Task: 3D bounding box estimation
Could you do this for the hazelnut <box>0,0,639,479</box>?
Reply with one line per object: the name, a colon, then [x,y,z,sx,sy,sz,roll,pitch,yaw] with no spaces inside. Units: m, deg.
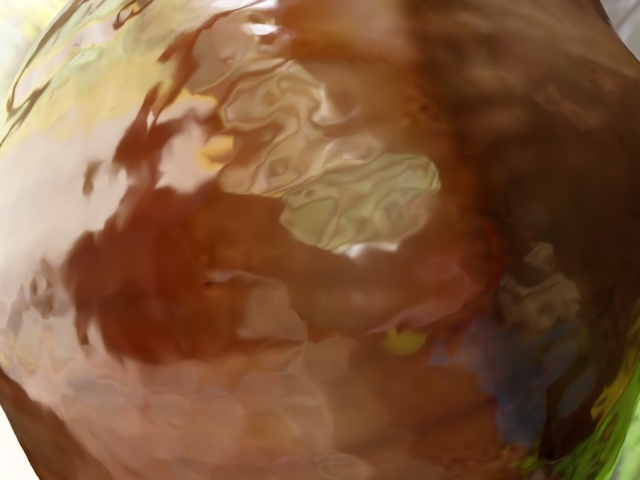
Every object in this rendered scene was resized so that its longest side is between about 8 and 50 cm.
hazelnut: [0.000,0.000,0.850,0.372,0.372,0.315,40,0,17]
